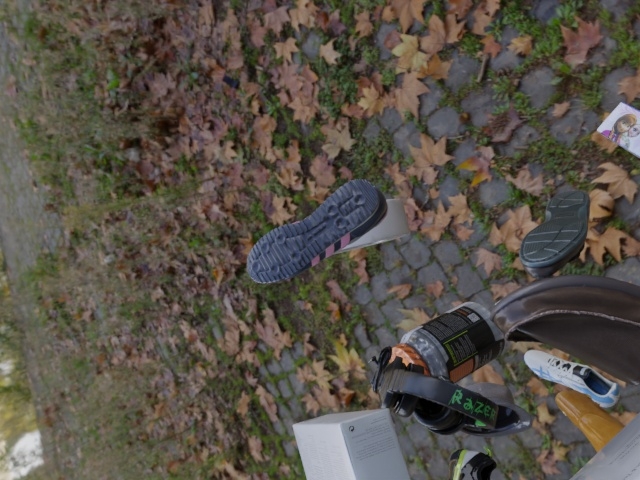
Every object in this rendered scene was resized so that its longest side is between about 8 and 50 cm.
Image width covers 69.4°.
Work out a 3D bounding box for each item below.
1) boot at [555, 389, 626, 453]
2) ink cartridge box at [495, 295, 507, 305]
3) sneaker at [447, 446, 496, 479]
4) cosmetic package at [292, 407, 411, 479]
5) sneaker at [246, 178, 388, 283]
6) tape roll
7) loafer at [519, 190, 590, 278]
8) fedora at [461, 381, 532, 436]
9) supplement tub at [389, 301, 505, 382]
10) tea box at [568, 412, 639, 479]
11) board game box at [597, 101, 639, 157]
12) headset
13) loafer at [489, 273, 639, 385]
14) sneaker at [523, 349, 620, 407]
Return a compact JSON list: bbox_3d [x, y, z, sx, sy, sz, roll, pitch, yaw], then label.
[{"bbox_3d":[0.578,0.402,0.964,0.104,0.295,0.211,-52,44,10],"label":"boot"},{"bbox_3d":[0.439,0.175,1.067,0.083,0.048,0.028,57,157,18],"label":"ink cartridge box"},{"bbox_3d":[0.293,0.512,0.875,0.097,0.084,0.234,-13,49,35],"label":"sneaker"},{"bbox_3d":[0.063,0.469,0.848,0.377,0.098,0.284,125,133,-64],"label":"cosmetic package"},{"bbox_3d":[0.000,0.000,0.945,0.319,0.131,0.112,-29,70,19],"label":"sneaker"},{"bbox_3d":[0.096,-0.029,1.263,0.286,0.286,0.100,-18,85,45],"label":"tape roll"},{"bbox_3d":[0.435,0.000,0.826,0.096,0.267,0.084,-3,118,44],"label":"loafer"},{"bbox_3d":[0.596,0.591,1.648,0.276,0.124,0.244,-31,118,32],"label":"fedora"},{"bbox_3d":[0.375,0.325,1.385,0.193,0.316,0.193,45,145,43],"label":"supplement tub"},{"bbox_3d":[0.382,0.260,0.327,0.323,0.329,0.219,52,154,31],"label":"tea box"},{"bbox_3d":[0.694,-0.098,0.802,0.065,0.318,0.318,-58,41,27],"label":"board game box"},{"bbox_3d":[0.242,0.344,1.109,0.244,0.185,0.394,29,157,-19],"label":"headset"},{"bbox_3d":[0.441,0.138,0.670,0.367,0.130,0.133,3,147,7],"label":"loafer"},{"bbox_3d":[0.664,0.350,1.227,0.237,0.085,0.086,25,138,37],"label":"sneaker"}]
